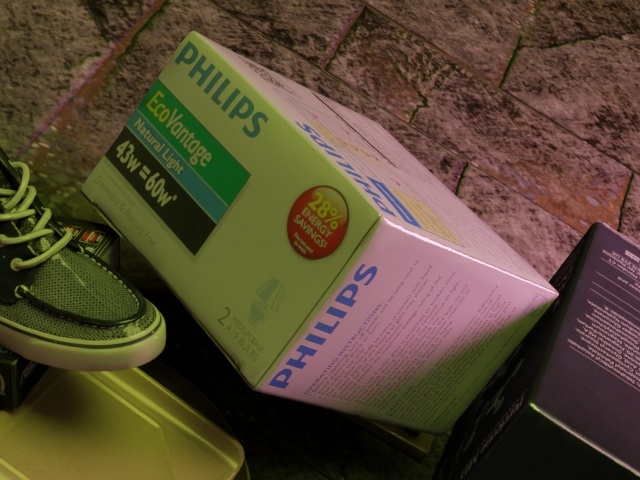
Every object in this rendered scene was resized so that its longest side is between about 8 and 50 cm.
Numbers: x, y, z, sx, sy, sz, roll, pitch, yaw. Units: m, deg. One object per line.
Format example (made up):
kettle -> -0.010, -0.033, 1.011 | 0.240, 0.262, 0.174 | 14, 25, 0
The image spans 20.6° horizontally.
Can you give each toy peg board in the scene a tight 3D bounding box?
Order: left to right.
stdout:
toy peg board -> 0.086, 0.151, 2.098 | 0.161, 0.079, 0.161 | 30, 35, -5

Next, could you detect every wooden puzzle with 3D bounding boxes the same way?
wooden puzzle -> -0.214, 0.223, 1.728 | 0.221, 0.044, 0.238 | 35, 40, 3

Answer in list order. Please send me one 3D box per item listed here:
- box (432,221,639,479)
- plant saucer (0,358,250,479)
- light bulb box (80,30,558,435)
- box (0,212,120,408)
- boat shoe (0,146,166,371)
box -> 0.286, 0.221, 1.985 | 0.212, 0.293, 0.395 | 32, 34, -1
plant saucer -> -0.220, 0.227, 1.790 | 0.311, 0.050, 0.310 | 22, 36, -17
light bulb box -> 0.000, 0.000, 1.906 | 0.361, 0.225, 0.358 | 21, 20, -51
box -> -0.355, 0.054, 1.811 | 0.216, 0.060, 0.270 | 13, 33, 12
boat shoe -> -0.296, 0.000, 1.697 | 0.341, 0.158, 0.127 | 20, 36, 24
